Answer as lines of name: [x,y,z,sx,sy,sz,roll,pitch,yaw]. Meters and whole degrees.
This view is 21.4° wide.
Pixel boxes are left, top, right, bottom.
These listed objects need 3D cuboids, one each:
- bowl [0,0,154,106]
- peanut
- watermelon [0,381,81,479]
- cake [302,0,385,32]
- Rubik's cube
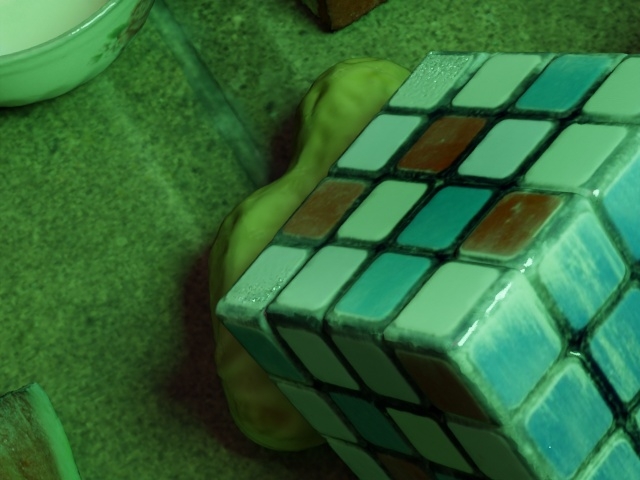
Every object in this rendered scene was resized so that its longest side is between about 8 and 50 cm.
bowl: [-0.253,-0.218,1.387,0.277,0.145,0.277,-2,61,3]
peanut: [0.000,0.000,1.244,0.147,0.147,0.319,12,66,13]
watermelon: [-0.302,0.243,1.095,0.250,0.292,0.283,-39,61,19]
cake: [-0.031,-0.279,1.347,0.158,0.262,0.160,50,115,30]
Rubik's cube: [0.139,0.051,1.083,0.256,0.259,0.253,-48,31,-21]
